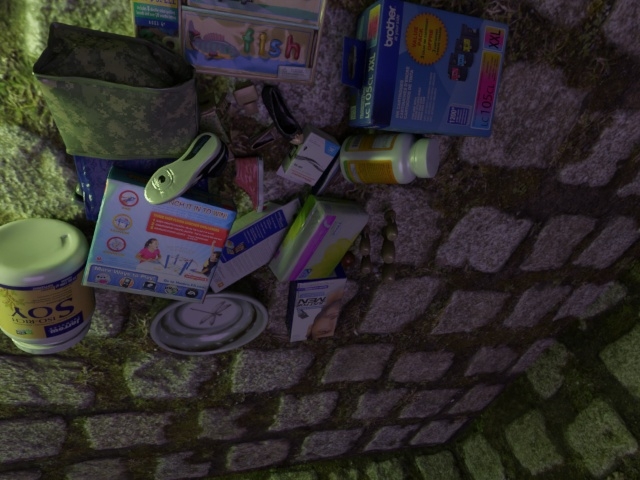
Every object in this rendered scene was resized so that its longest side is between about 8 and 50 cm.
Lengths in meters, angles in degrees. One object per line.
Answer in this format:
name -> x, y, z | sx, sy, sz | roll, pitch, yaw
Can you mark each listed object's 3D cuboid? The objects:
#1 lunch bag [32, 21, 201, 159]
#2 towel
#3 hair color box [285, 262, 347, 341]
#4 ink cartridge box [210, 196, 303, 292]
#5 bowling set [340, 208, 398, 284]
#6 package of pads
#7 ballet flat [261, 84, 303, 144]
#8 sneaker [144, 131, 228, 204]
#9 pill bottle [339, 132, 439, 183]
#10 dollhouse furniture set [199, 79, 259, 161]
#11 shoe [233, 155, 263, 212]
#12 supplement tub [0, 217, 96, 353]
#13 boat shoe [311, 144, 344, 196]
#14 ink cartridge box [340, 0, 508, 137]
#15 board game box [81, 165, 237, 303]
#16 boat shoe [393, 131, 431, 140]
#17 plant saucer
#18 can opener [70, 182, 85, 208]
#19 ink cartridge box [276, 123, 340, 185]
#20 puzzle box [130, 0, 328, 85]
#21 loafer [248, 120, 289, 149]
lunch bag -> -0.398, -0.295, 0.868 | 0.287, 0.168, 0.235 | 5, 152, -13
towel -> -0.449, -0.169, 1.049 | 0.309, 0.076, 0.227 | -4, 121, -18
hair color box -> -0.025, 0.235, 1.558 | 0.185, 0.110, 0.338 | -5, 133, -16
ink cartridge box -> -0.210, 0.003, 1.280 | 0.371, 0.069, 0.175 | -30, 135, -12
bowling set -> 0.169, 0.014, 1.425 | 0.200, 0.154, 0.286 | 2, 134, 4
package of pads -> 0.000, 0.000, 1.311 | 0.229, 0.101, 0.296 | 0, 132, -46
ballet flat -> -0.097, -0.318, 1.054 | 0.057, 0.049, 0.173 | -40, 121, -6
sneaker -> -0.300, -0.152, 0.966 | 0.217, 0.079, 0.121 | -40, 171, 3
pill bottle -> 0.188, -0.223, 1.113 | 0.246, 0.136, 0.136 | 7, 146, 34
dollhouse furniture set -> -0.211, -0.281, 1.034 | 0.161, 0.101, 0.181 | -19, 134, -1
shoe -> -0.207, -0.159, 1.176 | 0.081, 0.063, 0.177 | -4, 126, -13
supplement tub -> -0.761, 0.131, 1.124 | 0.241, 0.241, 0.331 | 2, 130, -20
boat shoe -> 0.039, -0.194, 1.221 | 0.066, 0.066, 0.183 | 16, 124, -31
ink cartridge box -> 0.223, -0.398, 0.981 | 0.396, 0.151, 0.269 | 0, 103, -17
board game box -> -0.415, 0.000, 1.062 | 0.309, 0.086, 0.301 | 15, 113, -27
boat shoe -> 0.263, -0.284, 1.210 | 0.089, 0.108, 0.258 | -12, 150, -18
plant saucer -> -0.390, 0.270, 1.452 | 0.401, 0.100, 0.400 | -11, 141, -9
can opener -> -0.535, -0.070, 1.131 | 0.281, 0.093, 0.074 | 30, 115, -31
ink cartridge box -> -0.038, -0.228, 1.169 | 0.104, 0.060, 0.180 | 19, 122, -32
puzzle box -> -0.189, -0.498, 0.884 | 0.410, 0.052, 0.272 | -1, 130, -17
loafer -> -0.136, -0.281, 1.102 | 0.125, 0.039, 0.045 | -27, 132, 7
